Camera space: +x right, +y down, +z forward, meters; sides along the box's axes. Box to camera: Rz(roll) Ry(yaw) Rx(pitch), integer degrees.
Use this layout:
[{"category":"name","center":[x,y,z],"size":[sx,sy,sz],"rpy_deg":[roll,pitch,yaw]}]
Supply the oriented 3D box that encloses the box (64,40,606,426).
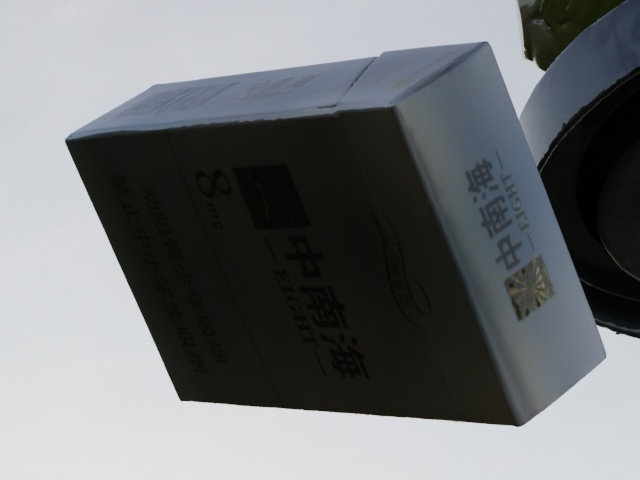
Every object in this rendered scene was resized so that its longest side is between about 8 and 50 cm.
[{"category":"box","center":[0.000,0.000,0.890],"size":[0.243,0.067,0.155],"rpy_deg":[0,-61,49]}]

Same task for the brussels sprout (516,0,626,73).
[{"category":"brussels sprout","center":[0.253,-0.195,1.599],"size":[0.183,0.131,0.145],"rpy_deg":[7,-53,-13]}]

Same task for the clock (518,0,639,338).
[{"category":"clock","center":[0.275,-0.050,1.229],"size":[0.319,0.066,0.319],"rpy_deg":[-5,-38,-4]}]
